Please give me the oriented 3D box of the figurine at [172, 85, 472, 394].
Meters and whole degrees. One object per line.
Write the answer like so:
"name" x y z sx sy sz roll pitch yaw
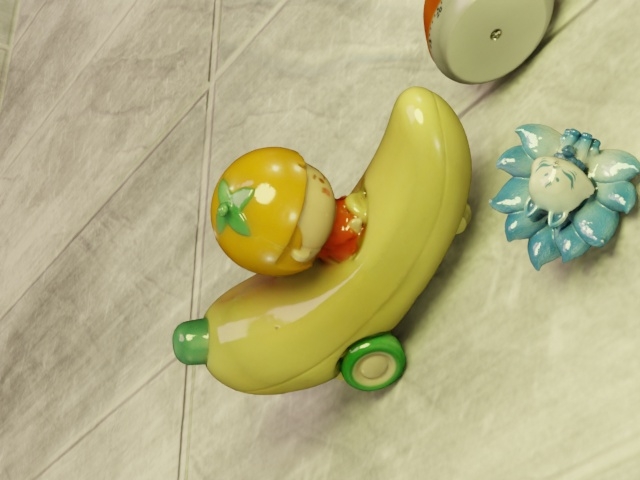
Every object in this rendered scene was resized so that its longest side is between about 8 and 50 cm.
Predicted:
"figurine" 0.000 0.000 1.157 0.324 0.222 0.124 -57 27 26

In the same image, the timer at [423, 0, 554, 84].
"timer" 0.144 -0.210 1.178 0.136 0.099 0.136 -42 27 27

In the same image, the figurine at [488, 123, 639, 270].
"figurine" 0.176 -0.028 1.002 0.114 0.079 0.114 -3 78 15
